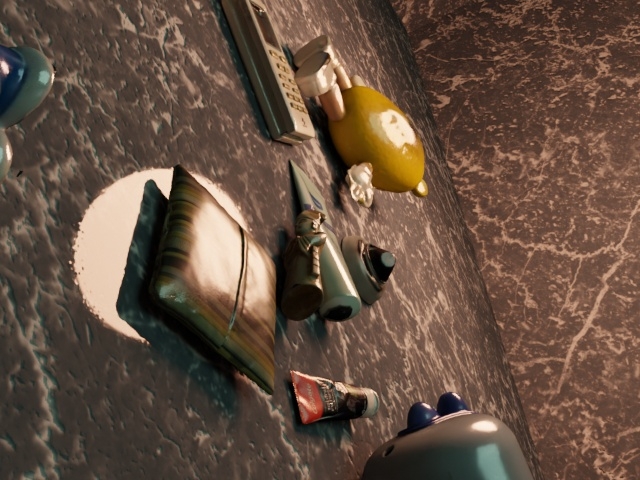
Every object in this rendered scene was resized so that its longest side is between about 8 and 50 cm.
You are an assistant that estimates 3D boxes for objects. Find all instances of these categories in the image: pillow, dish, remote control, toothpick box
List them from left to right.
[{"bbox_3d":[-0.113,0.043,0.841,0.208,0.052,0.212,47,26,-37],"label":"pillow"},{"bbox_3d":[-0.091,-0.309,1.297,0.277,0.055,0.103,69,18,6],"label":"remote control"},{"bbox_3d":[0.106,0.044,1.389,0.141,0.078,0.141,52,24,-35],"label":"dish"},{"bbox_3d":[0.205,0.393,1.001,0.263,0.263,0.355,11,56,-67],"label":"toothpick box"}]

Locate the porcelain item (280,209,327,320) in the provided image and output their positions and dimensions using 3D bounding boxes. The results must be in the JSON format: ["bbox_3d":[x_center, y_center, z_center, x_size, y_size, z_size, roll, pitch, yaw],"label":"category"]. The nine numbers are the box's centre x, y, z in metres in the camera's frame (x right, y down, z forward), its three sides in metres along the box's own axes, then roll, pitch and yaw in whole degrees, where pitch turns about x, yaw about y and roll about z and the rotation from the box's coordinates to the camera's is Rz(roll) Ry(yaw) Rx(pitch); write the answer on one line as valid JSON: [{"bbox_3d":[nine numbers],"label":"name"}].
[{"bbox_3d":[-0.022,0.022,1.081,0.054,0.084,0.213,27,34,-17],"label":"porcelain item"}]

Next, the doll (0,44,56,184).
[{"bbox_3d":[-0.279,-0.124,0.435,0.257,0.161,0.215,39,58,-59],"label":"doll"}]

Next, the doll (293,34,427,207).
[{"bbox_3d":[0.083,-0.248,1.566,0.348,0.161,0.423,-34,100,-58],"label":"doll"}]

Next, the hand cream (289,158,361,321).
[{"bbox_3d":[0.000,0.000,1.222,0.109,0.067,0.321,45,21,-45],"label":"hand cream"}]

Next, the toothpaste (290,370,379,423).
[{"bbox_3d":[0.019,0.226,1.010,0.193,0.045,0.071,26,44,-54],"label":"toothpaste"}]
